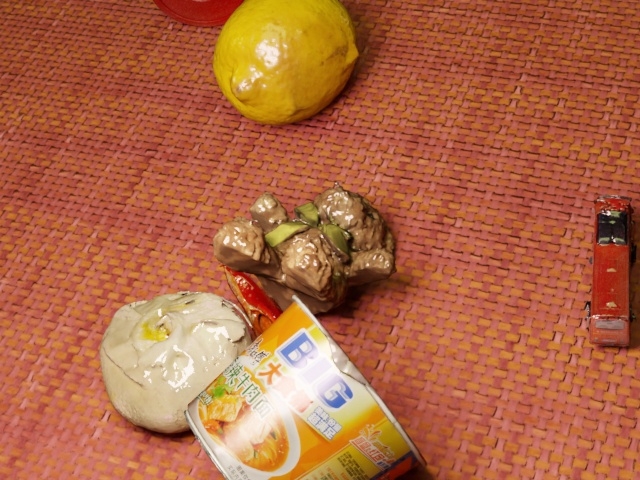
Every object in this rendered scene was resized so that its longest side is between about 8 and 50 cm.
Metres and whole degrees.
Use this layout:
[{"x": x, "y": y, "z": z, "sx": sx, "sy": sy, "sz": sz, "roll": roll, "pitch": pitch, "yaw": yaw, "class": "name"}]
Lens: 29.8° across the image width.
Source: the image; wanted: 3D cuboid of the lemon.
[{"x": -0.060, "y": -0.316, "z": 2.046, "sx": 0.233, "sy": 0.233, "sz": 0.288, "roll": 20, "pitch": 46, "yaw": 26, "class": "lemon"}]

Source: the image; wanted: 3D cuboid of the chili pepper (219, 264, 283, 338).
[{"x": -0.080, "y": 0.122, "z": 1.830, "sx": 0.050, "sy": 0.059, "sz": 0.268, "roll": 6, "pitch": 33, "yaw": -41, "class": "chili pepper"}]

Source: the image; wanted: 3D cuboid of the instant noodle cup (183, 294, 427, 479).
[{"x": -0.027, "y": 0.248, "z": 1.584, "sx": 0.214, "sy": 0.296, "sz": 0.296, "roll": -39, "pitch": 53, "yaw": -4, "class": "instant noodle cup"}]

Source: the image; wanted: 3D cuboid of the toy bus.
[{"x": 0.421, "y": 0.041, "z": 1.737, "sx": 0.073, "sy": 0.096, "sz": 0.235, "roll": 2, "pitch": 55, "yaw": 13, "class": "toy bus"}]

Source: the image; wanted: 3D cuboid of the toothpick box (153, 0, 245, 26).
[{"x": -0.216, "y": -0.598, "z": 2.327, "sx": 0.204, "sy": 0.204, "sz": 0.333, "roll": -6, "pitch": 51, "yaw": 9, "class": "toothpick box"}]

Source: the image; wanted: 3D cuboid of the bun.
[{"x": -0.211, "y": 0.165, "z": 1.764, "sx": 0.239, "sy": 0.141, "sz": 0.239, "roll": -8, "pitch": 48, "yaw": 9, "class": "bun"}]

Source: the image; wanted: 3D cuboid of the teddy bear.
[{"x": -0.001, "y": -0.005, "z": 1.767, "sx": 0.246, "sy": 0.296, "sz": 0.222, "roll": 20, "pitch": 74, "yaw": 20, "class": "teddy bear"}]
